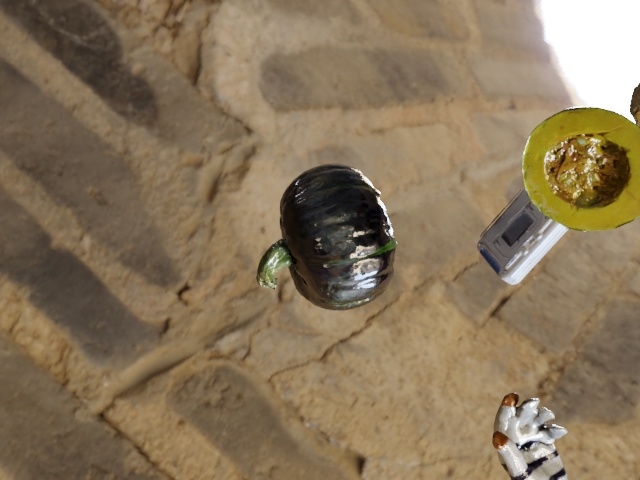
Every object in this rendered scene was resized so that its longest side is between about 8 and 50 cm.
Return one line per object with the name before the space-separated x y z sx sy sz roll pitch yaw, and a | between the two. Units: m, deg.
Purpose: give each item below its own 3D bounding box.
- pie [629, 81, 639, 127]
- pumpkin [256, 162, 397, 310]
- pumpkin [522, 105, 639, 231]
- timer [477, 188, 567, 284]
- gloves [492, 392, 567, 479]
pie | 0.761 -0.287 1.935 0.195 0.195 0.046 27 -134 -9
pumpkin | 0.000 0.000 1.760 0.296 0.296 0.296 23 -150 -15
pumpkin | 0.437 -0.131 1.465 0.217 0.217 0.110 31 -144 -1
timer | 0.538 -0.024 2.404 0.078 0.253 0.178 28 -161 -36
gloves | 0.401 0.393 1.755 0.131 0.140 0.218 -162 49 -85
